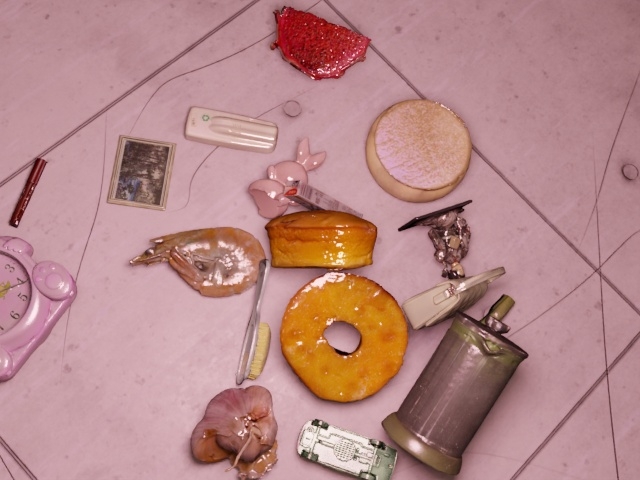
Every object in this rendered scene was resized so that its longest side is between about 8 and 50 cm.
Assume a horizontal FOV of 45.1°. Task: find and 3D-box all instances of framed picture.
[{"bbox_3d":[-0.437,-0.167,1.887,0.142,0.011,0.183,8,72,-7],"label":"framed picture"}]

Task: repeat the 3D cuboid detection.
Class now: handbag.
[{"bbox_3d":[0.320,0.123,1.771,0.219,0.256,0.079,-32,78,25],"label":"handbag"}]

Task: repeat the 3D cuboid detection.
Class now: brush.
[{"bbox_3d":[-0.136,0.191,1.786,0.060,0.068,0.296,15,80,-22],"label":"brush"}]

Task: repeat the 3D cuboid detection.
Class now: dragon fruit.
[{"bbox_3d":[-0.015,-0.484,2.004,0.274,0.126,0.161,23,80,8],"label":"dragon fruit"}]

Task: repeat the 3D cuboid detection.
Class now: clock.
[{"bbox_3d":[-0.739,0.122,1.695,0.322,0.113,0.295,33,71,3],"label":"clock"}]

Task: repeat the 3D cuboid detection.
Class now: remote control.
[{"bbox_3d":[-0.222,-0.278,1.936,0.230,0.049,0.090,10,69,-5],"label":"remote control"}]

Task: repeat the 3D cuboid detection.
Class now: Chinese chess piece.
[{"bbox_3d":[0.249,-0.229,1.964,0.270,0.112,0.269,2,73,-7],"label":"Chinese chess piece"}]

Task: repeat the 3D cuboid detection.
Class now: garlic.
[{"bbox_3d":[-0.162,0.442,1.649,0.207,0.256,0.207,-5,117,-10],"label":"garlic"}]

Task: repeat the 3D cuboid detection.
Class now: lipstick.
[{"bbox_3d":[-0.693,-0.113,1.822,0.027,0.027,0.176,19,72,-3],"label":"lipstick"}]

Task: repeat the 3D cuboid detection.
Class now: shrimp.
[{"bbox_3d":[-0.284,0.055,1.811,0.317,0.077,0.168,-7,77,-14],"label":"shrimp"}]

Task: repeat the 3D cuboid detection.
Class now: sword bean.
[{"bbox_3d":[0.378,0.225,1.880,0.269,0.043,0.038,-40,95,-18],"label":"sword bean"}]

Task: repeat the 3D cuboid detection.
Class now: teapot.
[{"bbox_3d":[0.310,0.319,1.720,0.200,0.270,0.337,32,95,10],"label":"teapot"}]

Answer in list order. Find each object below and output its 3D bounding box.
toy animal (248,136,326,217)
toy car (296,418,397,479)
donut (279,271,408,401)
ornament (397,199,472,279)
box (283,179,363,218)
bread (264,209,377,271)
[{"bbox_3d":[-0.074,-0.149,1.898,0.124,0.124,0.212,42,62,5],"label":"toy animal"},{"bbox_3d":[0.057,0.475,1.733,0.224,0.076,0.090,18,72,5],"label":"toy car"},{"bbox_3d":[0.046,0.211,1.759,0.303,0.110,0.302,-1,96,-10],"label":"donut"},{"bbox_3d":[0.316,0.021,1.891,0.166,0.153,0.196,-19,86,-13],"label":"ornament"},{"bbox_3d":[0.008,-0.085,1.850,0.218,0.055,0.039,27,71,-40],"label":"box"},{"bbox_3d":[0.000,0.000,1.787,0.270,0.195,0.142,-2,89,30],"label":"bread"}]
